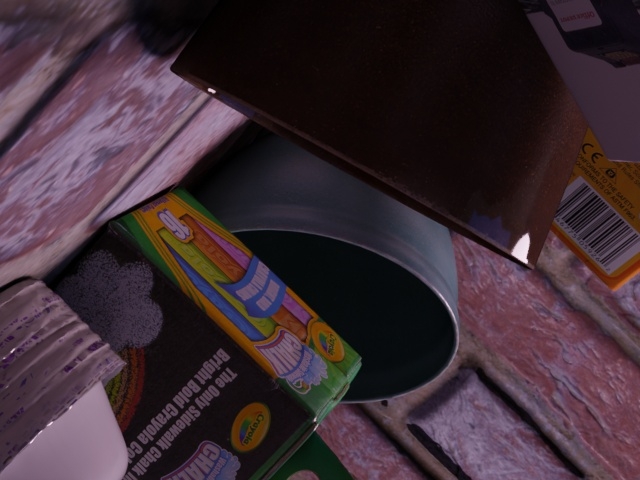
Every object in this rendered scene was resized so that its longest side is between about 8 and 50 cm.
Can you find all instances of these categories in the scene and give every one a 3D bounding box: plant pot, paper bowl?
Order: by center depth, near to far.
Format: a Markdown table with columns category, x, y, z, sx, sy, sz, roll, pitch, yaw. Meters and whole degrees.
| category | x | y | z | sx | sy | sz | roll | pitch | yaw |
| --- | --- | --- | --- | --- | --- | --- | --- | --- | --- |
| plant pot | 0.071 | -0.136 | 0.811 | 0.230 | 0.215 | 0.215 | -61 | 178 | 2 |
| paper bowl | -0.246 | 0.173 | 1.075 | 0.284 | 0.148 | 0.284 | -46 | 180 | 0 |
| plant pot | 0.000 | 0.000 | 1.513 | 0.293 | 0.293 | 0.196 | -47 | -155 | 50 |

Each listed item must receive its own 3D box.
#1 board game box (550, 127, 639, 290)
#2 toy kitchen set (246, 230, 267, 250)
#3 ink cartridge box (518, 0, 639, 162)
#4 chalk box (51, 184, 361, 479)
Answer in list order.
| category | x | y | z | sx | sy | sz | roll | pitch | yaw |
| --- | --- | --- | --- | --- | --- | --- | --- | --- | --- |
| board game box | 0.326 | -0.248 | 1.470 | 0.356 | 0.356 | 0.356 | -45 | 179 | -40 |
| toy kitchen set | -0.109 | -0.001 | 1.654 | 0.068 | 0.075 | 0.083 | -44 | 175 | -14 |
| ink cartridge box | 0.160 | -0.173 | 0.700 | 0.172 | 0.237 | 0.100 | -45 | -152 | -21 |
| chalk box | -0.092 | 0.126 | 1.280 | 0.180 | 0.289 | 0.179 | -46 | 179 | 18 |
